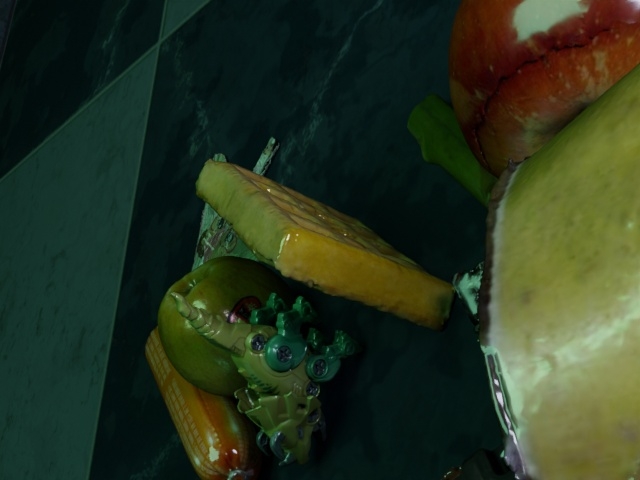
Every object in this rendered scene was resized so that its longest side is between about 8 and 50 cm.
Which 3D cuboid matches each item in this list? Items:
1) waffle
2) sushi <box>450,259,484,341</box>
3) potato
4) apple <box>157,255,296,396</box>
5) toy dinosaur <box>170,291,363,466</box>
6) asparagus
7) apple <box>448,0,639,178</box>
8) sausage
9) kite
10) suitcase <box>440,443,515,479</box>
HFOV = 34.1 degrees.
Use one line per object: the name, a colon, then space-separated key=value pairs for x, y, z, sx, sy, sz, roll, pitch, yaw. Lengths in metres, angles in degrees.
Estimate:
waffle: x=0.000 y=0.000 z=1.122 sx=0.055 sy=0.221 sz=0.248 roll=-62 pitch=33 yaw=8
sushi: x=0.180 y=0.054 z=0.986 sx=0.083 sy=0.056 sz=0.085 roll=-39 pitch=40 yaw=25
potato: x=0.272 y=0.050 z=0.535 sx=0.296 sy=0.289 sz=0.397 roll=-30 pitch=53 yaw=32
apple: x=-0.112 y=0.099 z=1.265 sx=0.182 sy=0.155 sz=0.182 roll=-38 pitch=25 yaw=21
toy dinosaur: x=-0.059 y=0.121 z=1.142 sx=0.094 sy=0.259 sz=0.153 roll=-2 pitch=43 yaw=53
asparagus: x=0.157 y=-0.087 z=1.090 sx=0.067 sy=0.060 sz=0.278 roll=-35 pitch=35 yaw=-3
apple: x=0.231 y=-0.157 z=0.853 sx=0.272 sy=0.251 sz=0.207 roll=119 pitch=160 yaw=-59
sausage: x=-0.144 y=0.216 z=1.326 sx=0.093 sy=0.093 sz=0.312 roll=-58 pitch=34 yaw=15
kite: x=-0.130 y=-0.033 z=1.526 sx=0.268 sy=0.013 sz=0.323 roll=-58 pitch=34 yaw=16
suitcase: x=0.208 y=0.214 z=0.795 sx=0.285 sy=0.066 sz=0.206 roll=-42 pitch=40 yaw=19
